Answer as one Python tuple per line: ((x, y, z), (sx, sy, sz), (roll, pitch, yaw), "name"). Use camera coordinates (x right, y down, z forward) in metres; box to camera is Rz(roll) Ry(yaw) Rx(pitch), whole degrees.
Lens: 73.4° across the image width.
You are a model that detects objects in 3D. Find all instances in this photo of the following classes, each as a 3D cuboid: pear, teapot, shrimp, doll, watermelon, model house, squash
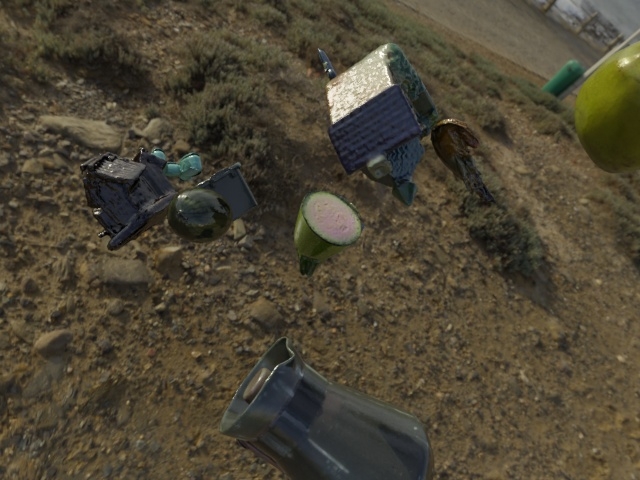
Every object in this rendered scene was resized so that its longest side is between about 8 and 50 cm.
((0.583, -0.239, 0.788), (0.269, 0.212, 0.213), (59, 21, -53), "pear")
((-0.001, 0.370, 0.799), (0.344, 0.300, 0.253), (39, 34, -5), "teapot")
((0.360, -0.177, 1.041), (0.262, 0.117, 0.066), (45, 75, -12), "shrimp")
((-0.394, -0.170, 1.078), (0.159, 0.158, 0.059), (-5, 73, -33), "doll")
((-0.170, -0.035, 0.605), (0.078, 0.078, 0.110), (58, 15, 14), "watermelon")
((0.020, -0.530, 1.300), (0.037, 0.027, 0.125), (20, 44, -65), "doll")
((-0.390, -0.102, 0.883), (0.164, 0.141, 0.203), (50, 22, -11), "model house")
((-0.009, -0.002, 0.683), (0.105, 0.132, 0.105), (16, 50, -20), "squash")
((0.173, -0.259, 1.082), (0.312, 0.245, 0.280), (39, 35, -44), "model house")

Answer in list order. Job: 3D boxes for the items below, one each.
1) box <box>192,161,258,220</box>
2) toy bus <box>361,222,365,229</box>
((-0.293, -0.111, 1.265), (0.163, 0.243, 0.135), (-36, 97, -29), "box")
((0.089, -0.075, 1.574), (0.153, 0.061, 0.051), (37, 52, 7), "toy bus")
